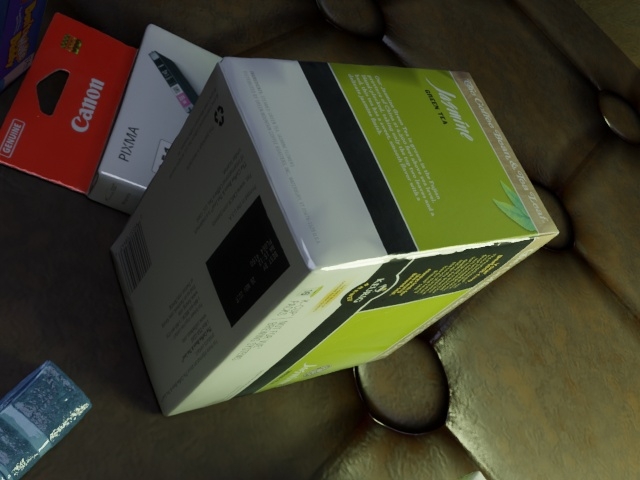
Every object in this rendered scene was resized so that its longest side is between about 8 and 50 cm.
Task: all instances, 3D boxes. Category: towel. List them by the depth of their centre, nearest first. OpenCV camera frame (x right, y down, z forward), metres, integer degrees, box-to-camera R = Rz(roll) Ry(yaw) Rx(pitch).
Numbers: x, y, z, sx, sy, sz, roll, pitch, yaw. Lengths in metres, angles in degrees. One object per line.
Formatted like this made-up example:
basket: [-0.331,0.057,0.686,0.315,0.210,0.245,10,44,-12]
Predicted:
towel: [-0.276,0.172,0.714,0.067,0.029,0.119,45,46,-1]

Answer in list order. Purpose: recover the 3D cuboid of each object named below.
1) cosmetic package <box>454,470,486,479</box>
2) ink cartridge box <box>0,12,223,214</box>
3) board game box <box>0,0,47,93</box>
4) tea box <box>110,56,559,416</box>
cosmetic package: [0.116,0.361,0.763,0.151,0.151,0.183,52,46,6]
ink cartridge box: [-0.245,-0.168,0.951,0.238,0.060,0.275,23,50,-21]
board game box: [-0.456,-0.338,0.800,0.347,0.233,0.078,37,52,-8]
tea box: [0.000,0.000,0.812,0.323,0.329,0.220,-6,63,-38]
